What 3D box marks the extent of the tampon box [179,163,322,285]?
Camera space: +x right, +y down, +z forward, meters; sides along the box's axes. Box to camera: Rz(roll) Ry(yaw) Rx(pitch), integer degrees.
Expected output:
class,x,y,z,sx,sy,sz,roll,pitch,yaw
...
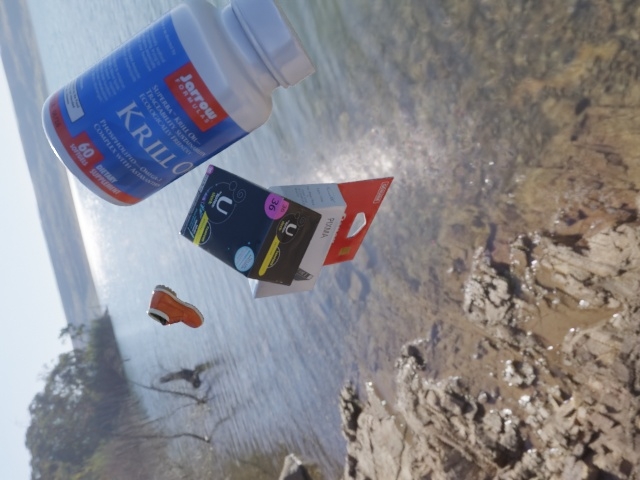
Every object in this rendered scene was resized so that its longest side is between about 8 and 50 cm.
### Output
class,x,y,z,sx,sy,sz,roll,pitch,yaw
tampon box,-0.105,-0.023,0.752,0.161,0.101,0.121,26,94,35

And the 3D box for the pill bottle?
class,x,y,z,sx,sy,sz,roll,pitch,yaw
pill bottle,-0.122,-0.135,0.458,0.124,0.221,0.124,56,-168,-19

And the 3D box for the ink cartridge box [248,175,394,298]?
class,x,y,z,sx,sy,sz,roll,pitch,yaw
ink cartridge box,0.000,0.000,1.027,0.296,0.261,0.066,111,145,-51

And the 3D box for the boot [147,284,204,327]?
class,x,y,z,sx,sy,sz,roll,pitch,yaw
boot,-0.354,0.185,1.235,0.059,0.158,0.085,-27,37,29
